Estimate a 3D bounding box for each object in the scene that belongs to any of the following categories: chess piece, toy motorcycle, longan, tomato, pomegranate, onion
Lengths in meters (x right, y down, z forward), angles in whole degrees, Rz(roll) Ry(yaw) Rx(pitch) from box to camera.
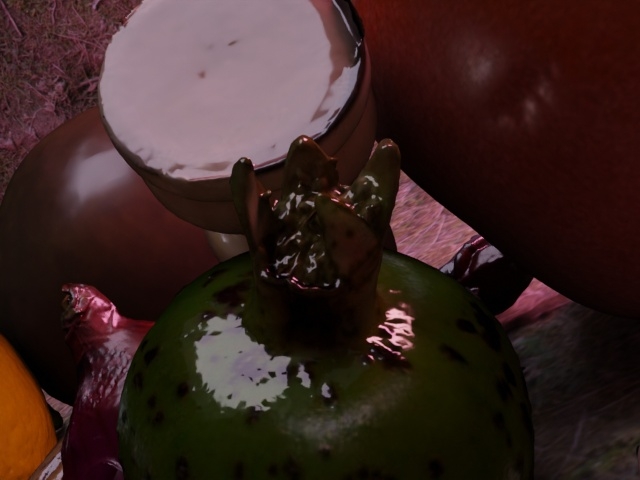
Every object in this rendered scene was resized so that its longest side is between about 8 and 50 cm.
[{"bbox_3d":[-0.019,-0.025,0.769,0.142,0.261,0.143,-7,59,11],"label":"chess piece"},{"bbox_3d":[0.093,0.046,0.886,0.122,0.082,0.213,-19,19,47],"label":"toy motorcycle"},{"bbox_3d":[-0.152,0.012,1.165,0.297,0.297,0.297,-29,13,7],"label":"longan"},{"bbox_3d":[0.185,-0.094,0.763,0.273,0.341,0.341,-59,-4,32],"label":"tomato"},{"bbox_3d":[0.000,0.075,0.647,0.211,0.263,0.211,-4,39,3],"label":"pomegranate"},{"bbox_3d":[-0.108,0.119,0.829,0.173,0.198,0.135,-44,7,43],"label":"onion"}]

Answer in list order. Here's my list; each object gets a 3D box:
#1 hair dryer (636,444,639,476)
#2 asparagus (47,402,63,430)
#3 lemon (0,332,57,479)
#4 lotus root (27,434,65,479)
[{"bbox_3d":[0.167,0.073,0.468,0.106,0.189,0.344,-33,-2,-12],"label":"hair dryer"},{"bbox_3d":[-0.278,0.141,1.248,0.027,0.034,0.236,-32,-24,-11],"label":"asparagus"},{"bbox_3d":[-0.334,0.166,1.038,0.260,0.260,0.284,-33,31,-7],"label":"lemon"},{"bbox_3d":[-0.161,0.178,0.969,0.179,0.089,0.081,-42,-25,-25],"label":"lotus root"}]
